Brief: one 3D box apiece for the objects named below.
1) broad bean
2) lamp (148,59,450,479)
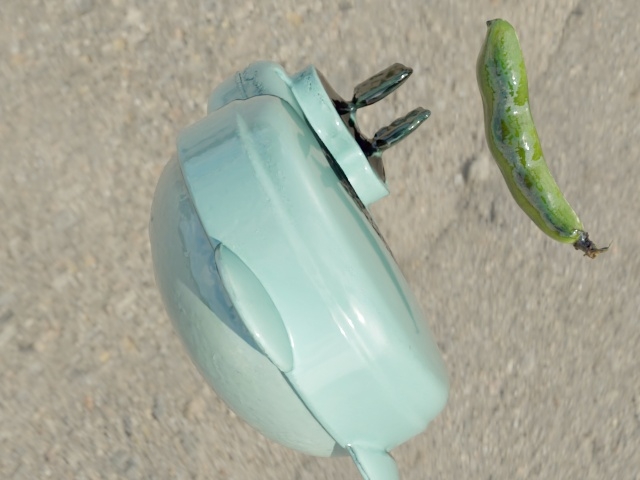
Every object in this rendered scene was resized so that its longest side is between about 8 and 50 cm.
[{"bbox_3d":[0.182,-0.083,1.233,0.069,0.039,0.227,-22,99,34],"label":"broad bean"},{"bbox_3d":[-0.011,0.005,0.799,0.147,0.209,0.284,-16,39,21],"label":"lamp"}]
